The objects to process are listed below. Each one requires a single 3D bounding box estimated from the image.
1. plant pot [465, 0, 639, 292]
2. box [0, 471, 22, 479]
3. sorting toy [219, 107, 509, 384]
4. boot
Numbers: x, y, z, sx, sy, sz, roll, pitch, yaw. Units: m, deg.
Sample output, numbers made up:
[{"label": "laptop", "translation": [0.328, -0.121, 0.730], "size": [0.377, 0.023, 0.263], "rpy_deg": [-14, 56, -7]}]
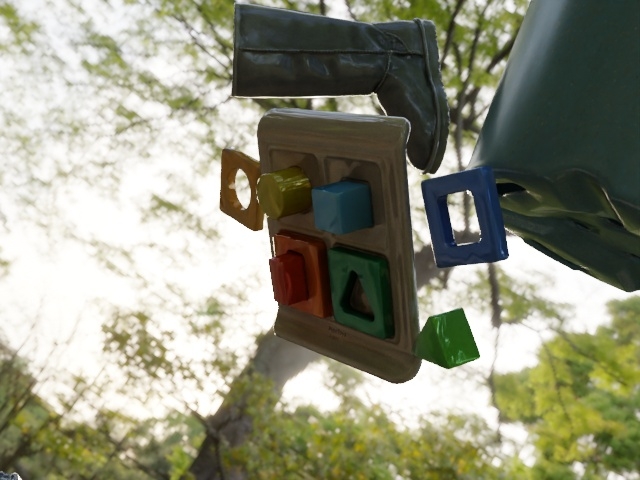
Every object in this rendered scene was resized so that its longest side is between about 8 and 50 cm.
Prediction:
[{"label": "plant pot", "translation": [0.289, -0.135, 0.691], "size": [0.341, 0.334, 0.341], "rpy_deg": [26, -7, 3]}, {"label": "box", "translation": [-0.252, 0.310, 0.508], "size": [0.182, 0.296, 0.294], "rpy_deg": [12, 2, -29]}, {"label": "sorting toy", "translation": [0.000, 0.000, 0.733], "size": [0.347, 0.047, 0.196], "rpy_deg": [14, -69, 52]}, {"label": "boot", "translation": [0.015, -0.153, 0.941], "size": [0.208, 0.190, 0.076], "rpy_deg": [1, -27, -16]}]
